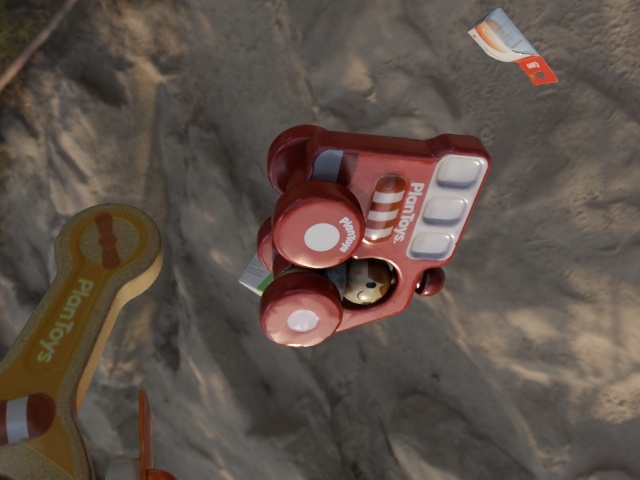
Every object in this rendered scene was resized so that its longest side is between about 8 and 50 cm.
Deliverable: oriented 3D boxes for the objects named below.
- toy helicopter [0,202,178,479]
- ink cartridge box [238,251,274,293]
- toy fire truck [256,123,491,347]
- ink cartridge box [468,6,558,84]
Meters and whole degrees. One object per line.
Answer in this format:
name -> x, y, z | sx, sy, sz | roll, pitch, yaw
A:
toy helicopter -> -0.184, 0.120, 0.397 | 0.235, 0.355, 0.140 | 13, 145, 3
ink cartridge box -> 0.000, 0.000, 1.043 | 0.115, 0.272, 0.198 | 37, 168, -27
toy fire truck -> 0.055, 0.003, 0.729 | 0.169, 0.254, 0.302 | -100, 18, -52
ink cartridge box -> 0.372, -0.365, 1.144 | 0.179, 0.045, 0.145 | 49, -170, -8
